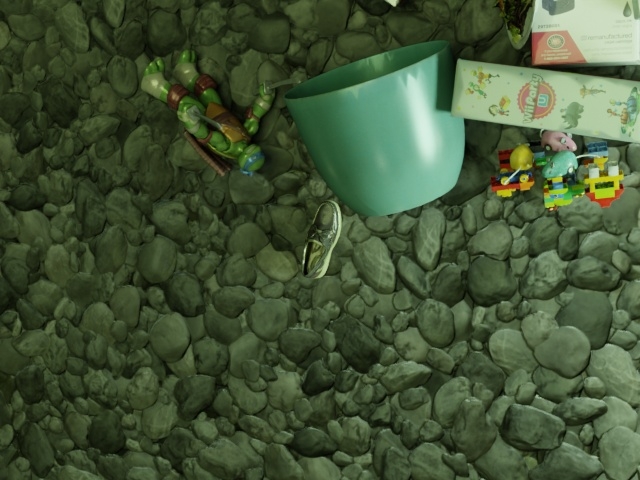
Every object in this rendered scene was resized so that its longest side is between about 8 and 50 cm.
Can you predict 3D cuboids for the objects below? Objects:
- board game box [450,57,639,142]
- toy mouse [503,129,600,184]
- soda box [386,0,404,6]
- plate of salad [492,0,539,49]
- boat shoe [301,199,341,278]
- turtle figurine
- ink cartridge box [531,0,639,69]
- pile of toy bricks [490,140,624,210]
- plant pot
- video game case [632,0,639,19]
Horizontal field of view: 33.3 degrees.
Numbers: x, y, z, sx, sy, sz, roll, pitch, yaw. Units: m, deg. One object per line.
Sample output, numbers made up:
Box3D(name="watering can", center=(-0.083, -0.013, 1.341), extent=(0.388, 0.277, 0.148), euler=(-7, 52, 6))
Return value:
Box3D(name="board game box", center=(0.386, -0.224, 1.719), extent=(0.303, 0.224, 0.097), euler=(10, 100, 21))
Box3D(name="toy mouse", center=(0.385, -0.148, 1.761), extent=(0.143, 0.161, 0.031), euler=(3, 129, 22))
Box3D(name="soda box", center=(0.068, -0.499, 1.885), extent=(0.216, 0.069, 0.074), euler=(35, 107, 3))
Box3D(name="plate of salad", center=(0.317, -0.413, 1.749), extent=(0.048, 0.200, 0.200), euler=(-1, 95, -5))
Box3D(name="boat shoe", center=(0.000, 0.000, 1.991), extent=(0.056, 0.049, 0.152), euler=(14, 100, 21))
Box3D(name="turtle figurine", center=(-0.185, -0.269, 1.968), extent=(0.266, 0.275, 0.198), euler=(40, 74, 18))
Box3D(name="ink cartridge box", center=(0.436, -0.405, 1.747), extent=(0.172, 0.100, 0.237), euler=(0, 94, 22))
Box3D(name="pile of toy bricks", center=(0.397, -0.096, 1.806), extent=(0.212, 0.118, 0.105), euler=(-6, 127, 11))
Box3D(name="plant pot", center=(0.113, -0.180, 1.813), extent=(0.293, 0.293, 0.235), euler=(-13, 107, 23))
Box3D(name="video game case", center=(0.574, -0.466, 1.669), extent=(0.206, 0.026, 0.227), euler=(-8, 92, -11))
